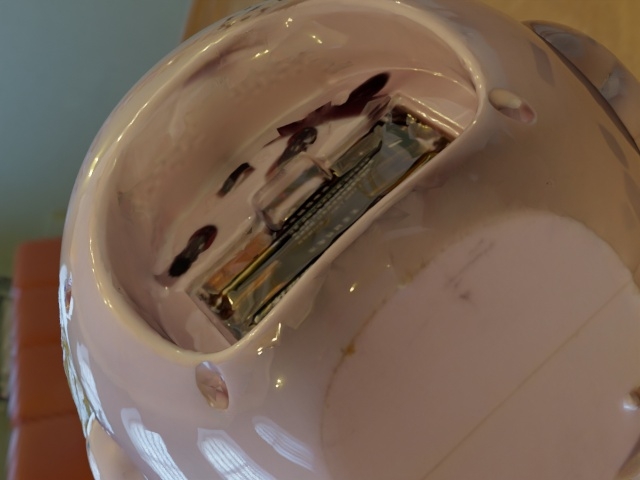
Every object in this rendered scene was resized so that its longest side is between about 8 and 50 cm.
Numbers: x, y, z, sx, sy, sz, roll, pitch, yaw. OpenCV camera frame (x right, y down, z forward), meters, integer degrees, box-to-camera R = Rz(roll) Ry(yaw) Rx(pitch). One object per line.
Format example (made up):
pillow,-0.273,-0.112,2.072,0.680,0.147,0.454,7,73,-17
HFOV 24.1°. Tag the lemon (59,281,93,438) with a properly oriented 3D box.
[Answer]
lemon,-0.048,0.068,1.225,0.350,0.349,0.387,140,147,-65

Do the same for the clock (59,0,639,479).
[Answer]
clock,0.000,0.000,0.854,0.368,0.250,0.376,-43,36,-4
